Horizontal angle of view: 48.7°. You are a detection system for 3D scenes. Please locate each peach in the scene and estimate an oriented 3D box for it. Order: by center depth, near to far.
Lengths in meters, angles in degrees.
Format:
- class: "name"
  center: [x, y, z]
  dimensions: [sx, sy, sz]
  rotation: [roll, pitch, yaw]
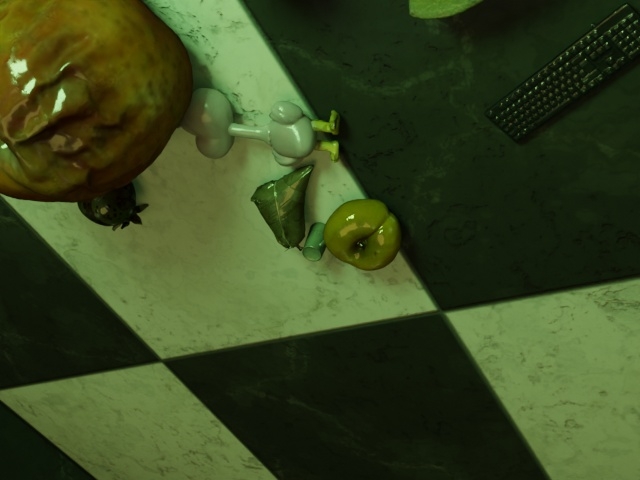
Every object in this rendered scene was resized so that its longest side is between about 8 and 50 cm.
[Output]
- class: "peach"
  center: [0.098, -0.012, 1.575]
  dimensions: [0.179, 0.103, 0.179]
  rotation: [3, 128, 4]

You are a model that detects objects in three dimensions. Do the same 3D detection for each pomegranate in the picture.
- class: "pomegranate"
  center: [-0.509, -0.089, 1.727]
  dimensions: [0.148, 0.149, 0.169]
  rotation: [-8, 136, 28]

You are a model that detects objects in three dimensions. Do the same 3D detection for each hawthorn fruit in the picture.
- class: "hawthorn fruit"
  center: [-0.472, -0.270, 1.322]
  dimensions: [0.471, 0.472, 0.472]
  rotation: [11, 136, 11]

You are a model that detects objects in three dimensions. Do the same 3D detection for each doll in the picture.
- class: "doll"
  center: [-0.142, -0.228, 1.469]
  dimensions: [0.365, 0.094, 0.160]
  rotation: [11, 138, 12]

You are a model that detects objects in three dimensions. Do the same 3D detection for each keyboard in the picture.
- class: "keyboard"
  center: [0.429, -0.284, 1.237]
  dimensions: [0.101, 0.018, 0.309]
  rotation: [37, 135, -16]

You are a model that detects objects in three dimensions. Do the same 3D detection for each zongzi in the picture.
- class: "zongzi"
  center: [-0.042, -0.064, 1.585]
  dimensions: [0.178, 0.081, 0.189]
  rotation: [-22, 108, 31]

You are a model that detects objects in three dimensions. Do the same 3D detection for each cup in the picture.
- class: "cup"
  center: [0.000, 0.004, 1.646]
  dimensions: [0.074, 0.083, 0.055]
  rotation: [-1, 131, 20]

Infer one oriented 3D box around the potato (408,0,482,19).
- class: "potato"
  center: [0.191, -0.474, 1.085]
  dimensions: [0.269, 0.112, 0.255]
  rotation: [23, 140, 4]
